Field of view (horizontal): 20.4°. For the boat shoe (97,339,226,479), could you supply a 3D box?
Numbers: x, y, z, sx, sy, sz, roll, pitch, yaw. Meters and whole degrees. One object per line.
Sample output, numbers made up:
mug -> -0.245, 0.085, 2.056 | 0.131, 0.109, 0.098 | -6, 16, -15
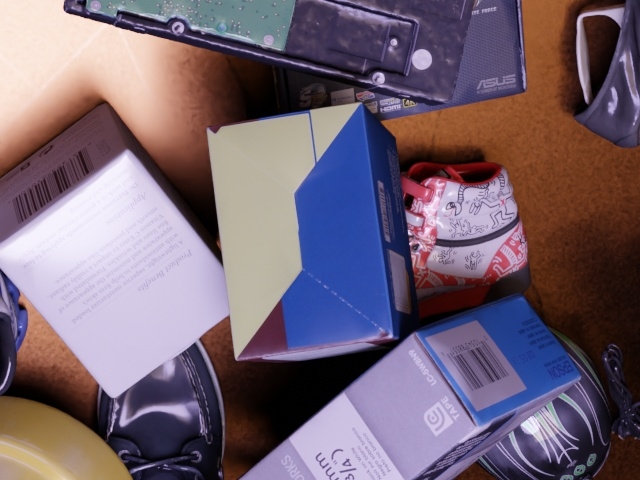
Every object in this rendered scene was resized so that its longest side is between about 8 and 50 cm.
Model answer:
boat shoe -> -0.152, 0.240, 1.694 | 0.127, 0.113, 0.340 | 3, 106, -9

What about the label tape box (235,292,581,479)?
label tape box -> 0.049, 0.197, 1.613 | 0.334, 0.241, 0.106 | -42, 76, 27

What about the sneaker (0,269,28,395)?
sneaker -> -0.338, 0.015, 1.524 | 0.127, 0.182, 0.315 | -30, 116, -4

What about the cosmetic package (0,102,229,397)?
cosmetic package -> -0.186, 0.007, 1.579 | 0.151, 0.151, 0.183 | -35, 115, 1

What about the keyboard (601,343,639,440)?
keyboard -> 0.370, 0.163, 1.765 | 0.033, 0.202, 0.317 | -61, 146, -28

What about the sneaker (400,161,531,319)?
sneaker -> 0.066, 0.009, 1.687 | 0.270, 0.090, 0.145 | -16, 113, -13

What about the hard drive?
hard drive -> -0.028, -0.266, 1.510 | 0.339, 0.064, 0.236 | 12, 89, -11

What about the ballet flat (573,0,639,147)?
ballet flat -> 0.289, -0.219, 1.653 | 0.096, 0.095, 0.280 | 16, 114, 16

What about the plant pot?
plant pot -> -0.307, 0.298, 1.565 | 0.254, 0.239, 0.254 | 5, 111, 12

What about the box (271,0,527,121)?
box -> 0.066, -0.205, 1.617 | 0.233, 0.059, 0.183 | -11, 112, -11

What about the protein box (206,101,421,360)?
protein box -> 0.000, 0.000, 1.547 | 0.136, 0.201, 0.199 | -8, 84, 9

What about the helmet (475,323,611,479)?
helmet -> 0.202, 0.159, 1.751 | 0.169, 0.169, 0.161 | -36, 133, 0
